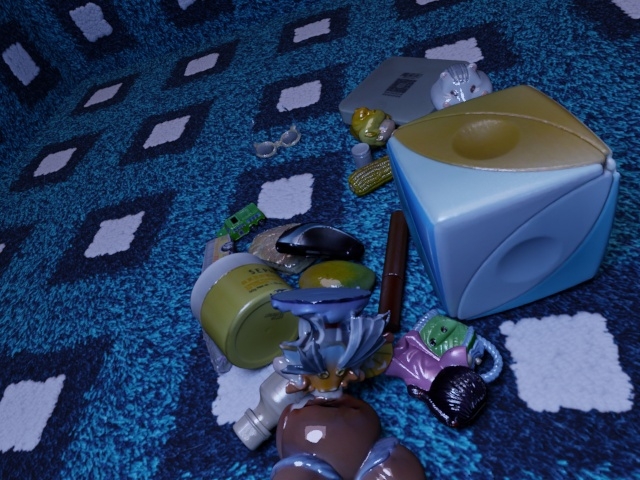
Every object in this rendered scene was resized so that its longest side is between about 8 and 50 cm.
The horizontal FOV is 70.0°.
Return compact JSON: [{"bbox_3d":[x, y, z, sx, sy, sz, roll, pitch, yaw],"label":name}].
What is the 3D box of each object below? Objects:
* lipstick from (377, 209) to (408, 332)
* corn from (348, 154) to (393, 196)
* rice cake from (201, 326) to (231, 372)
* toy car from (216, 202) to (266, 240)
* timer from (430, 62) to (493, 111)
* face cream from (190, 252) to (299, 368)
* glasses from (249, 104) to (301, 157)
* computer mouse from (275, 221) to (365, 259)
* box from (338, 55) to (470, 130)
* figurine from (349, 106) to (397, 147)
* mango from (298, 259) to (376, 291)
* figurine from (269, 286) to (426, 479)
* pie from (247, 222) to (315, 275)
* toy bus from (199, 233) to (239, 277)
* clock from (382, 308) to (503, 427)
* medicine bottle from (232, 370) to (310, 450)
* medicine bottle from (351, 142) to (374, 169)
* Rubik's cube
[{"bbox_3d":[0.185,0.063,1.139,0.058,0.057,0.356,-5,46,21],"label":"lipstick"},{"bbox_3d":[0.188,-0.213,1.387,0.231,0.080,0.080,-31,44,-5],"label":"corn"},{"bbox_3d":[-0.282,0.232,1.192,0.056,0.048,0.269,0,34,-28],"label":"rice cake"},{"bbox_3d":[-0.254,-0.050,1.441,0.165,0.062,0.071,-35,45,-10],"label":"toy car"},{"bbox_3d":[0.386,-0.322,1.232,0.291,0.315,0.290,-12,46,13],"label":"timer"},{"bbox_3d":[-0.169,0.164,1.083,0.218,0.218,0.179,-40,46,-15],"label":"face cream"},{"bbox_3d":[-0.164,-0.381,1.641,0.190,0.220,0.088,-25,82,-2],"label":"glasses"},{"bbox_3d":[0.000,0.000,1.187,0.234,0.096,0.137,4,1,-13],"label":"computer mouse"},{"bbox_3d":[0.301,-0.521,1.628,0.368,0.090,0.373,24,61,38],"label":"box"},{"bbox_3d":[0.206,-0.344,1.441,0.247,0.131,0.156,22,47,19],"label":"figurine"},{"bbox_3d":[0.042,0.106,1.144,0.195,0.091,0.130,-10,40,3],"label":"mango"},{"bbox_3d":[0.028,0.284,0.807,0.277,0.387,0.248,-1,1,-18],"label":"figurine"},{"bbox_3d":[-0.100,0.015,1.318,0.218,0.052,0.185,13,56,35],"label":"pie"},{"bbox_3d":[-0.277,0.087,1.277,0.106,0.092,0.268,-18,34,4],"label":"toy bus"},{"bbox_3d":[0.250,0.248,0.902,0.194,0.100,0.196,-40,46,-17],"label":"clock"},{"bbox_3d":[-0.068,0.324,0.959,0.252,0.114,0.114,-40,45,-16],"label":"medicine bottle"},{"bbox_3d":[0.136,-0.255,1.441,0.058,0.091,0.058,-13,45,13],"label":"medicine bottle"},{"bbox_3d":[0.365,-0.079,0.982,0.353,0.351,0.347,-18,44,4],"label":"Rubik's cube"}]
